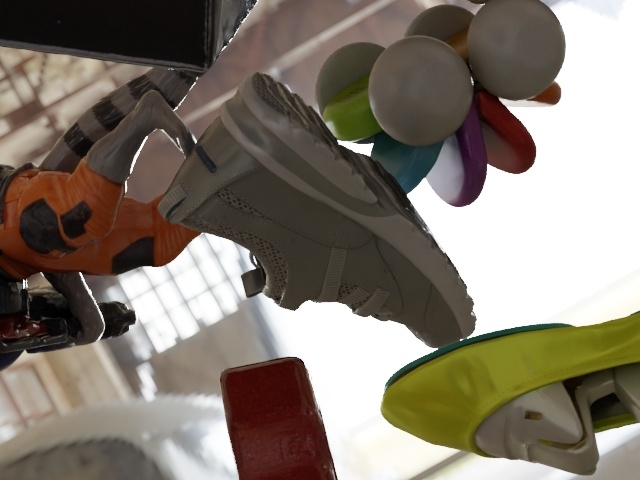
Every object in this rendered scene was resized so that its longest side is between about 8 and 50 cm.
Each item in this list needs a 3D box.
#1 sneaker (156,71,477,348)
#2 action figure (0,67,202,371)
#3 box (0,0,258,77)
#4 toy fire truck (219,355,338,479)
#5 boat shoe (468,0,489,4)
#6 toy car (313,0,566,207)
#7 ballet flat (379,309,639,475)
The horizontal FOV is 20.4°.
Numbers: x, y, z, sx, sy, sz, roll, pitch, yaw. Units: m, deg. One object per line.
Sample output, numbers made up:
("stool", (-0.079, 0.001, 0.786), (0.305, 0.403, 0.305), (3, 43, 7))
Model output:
("sneaker", (0.000, 0.000, 1.158), (0.115, 0.105, 0.281), (-41, -47, 9))
("action figure", (-0.195, -0.007, 1.275), (0.330, 0.179, 0.341), (-18, -5, 14))
("box", (-0.091, -0.300, 0.840), (0.179, 0.343, 0.312), (9, 28, 10))
("toy fire truck", (0.024, 0.227, 0.721), (0.169, 0.302, 0.254), (-15, 33, 0))
("boat shoe", (0.126, -0.207, 1.285), (0.257, 0.095, 0.095), (12, -29, -11))
("toy car", (0.093, -0.094, 1.280), (0.182, 0.136, 0.159), (-26, 13, -20))
("ballet flat", (0.146, 0.076, 0.896), (0.231, 0.077, 0.077), (-14, -37, 1))
